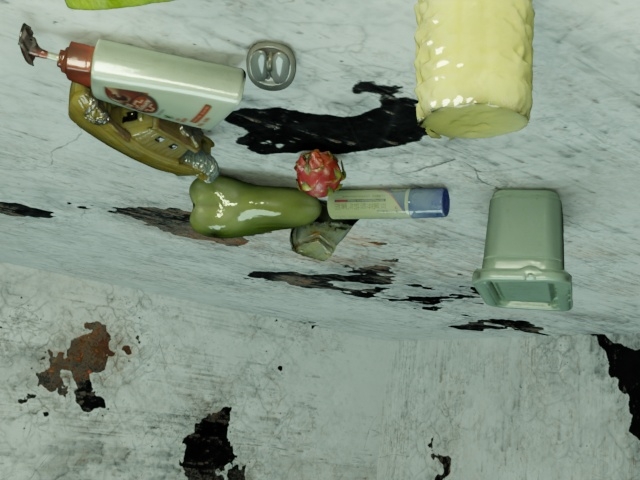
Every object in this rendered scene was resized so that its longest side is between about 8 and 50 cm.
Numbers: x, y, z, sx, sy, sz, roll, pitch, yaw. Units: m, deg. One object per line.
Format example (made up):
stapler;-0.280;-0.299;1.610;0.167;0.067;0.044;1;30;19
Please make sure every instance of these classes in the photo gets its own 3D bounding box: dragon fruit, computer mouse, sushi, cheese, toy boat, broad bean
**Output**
dragon fruit;0.000;-0.112;1.520;0.086;0.081;0.116;-8;164;10
computer mouse;-0.065;-0.222;1.150;0.066;0.039;0.096;6;167;-2
sushi;-0.020;-0.002;1.941;0.134;0.109;0.273;11;167;-21
cheese;0.156;-0.193;0.898;0.123;0.167;0.094;1;165;8
toy boat;-0.258;-0.173;1.349;0.121;0.089;0.321;-8;161;27
broad bean;-0.130;-0.057;1.732;0.263;0.121;0.189;6;171;-11

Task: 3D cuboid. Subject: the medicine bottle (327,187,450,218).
medicine bottle;0.129;-0.070;1.689;0.231;0.059;0.059;-1;166;24

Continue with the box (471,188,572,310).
box;0.397;0.022;1.700;0.175;0.182;0.312;1;167;17

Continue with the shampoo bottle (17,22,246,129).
shampoo bottle;-0.256;-0.220;1.172;0.284;0.071;0.153;10;169;-21

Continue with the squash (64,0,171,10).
squash;-0.139;-0.236;0.799;0.189;0.189;0.260;7;163;-5
